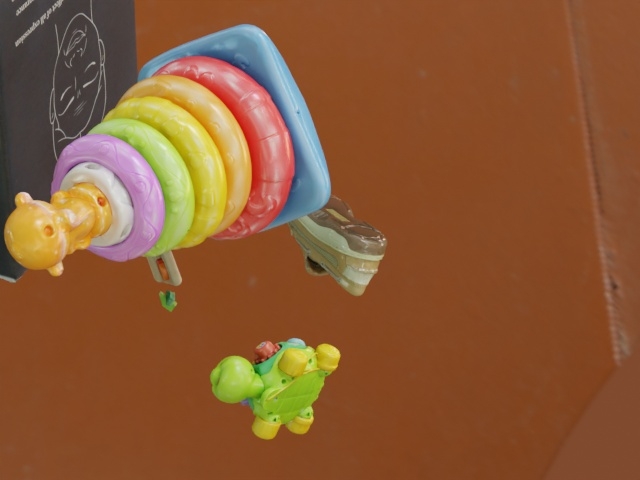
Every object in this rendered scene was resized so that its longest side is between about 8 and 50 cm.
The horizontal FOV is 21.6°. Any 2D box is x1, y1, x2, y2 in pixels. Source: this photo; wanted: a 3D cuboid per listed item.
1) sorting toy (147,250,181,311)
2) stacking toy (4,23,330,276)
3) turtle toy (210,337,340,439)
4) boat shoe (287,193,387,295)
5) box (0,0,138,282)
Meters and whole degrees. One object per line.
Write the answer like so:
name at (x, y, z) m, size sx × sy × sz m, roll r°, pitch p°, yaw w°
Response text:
sorting toy at (-0.142, 0.026, 1.493) m, size 0.012 × 0.062 × 0.083 m, roll -23°, pitch 100°, yaw -21°
stacking toy at (-0.147, -0.043, 1.344) m, size 0.166 × 0.302 × 0.175 m, roll -16°, pitch 102°, yaw 39°
turtle toy at (-0.046, 0.131, 1.565) m, size 0.066 × 0.130 × 0.095 m, roll 36°, pitch 112°, yaw 33°
boat shoe at (0.000, 0.000, 1.646) m, size 0.190 × 0.068 × 0.072 m, roll -135°, pitch 56°, yaw -61°
box at (-0.344, -0.214, 1.724) m, size 0.212 × 0.395 × 0.293 m, roll 14°, pitch 40°, yaw 15°
